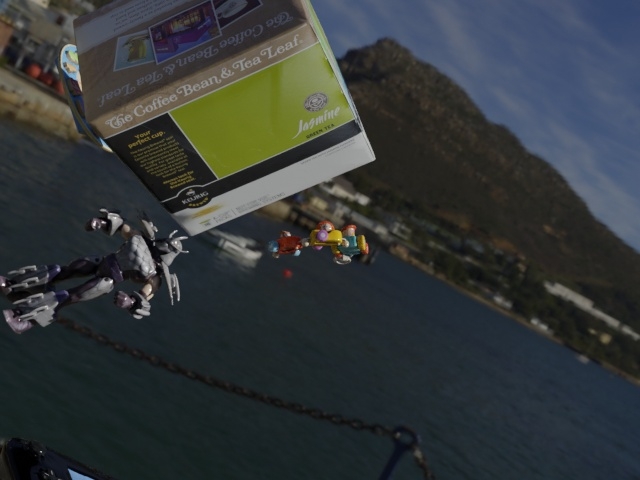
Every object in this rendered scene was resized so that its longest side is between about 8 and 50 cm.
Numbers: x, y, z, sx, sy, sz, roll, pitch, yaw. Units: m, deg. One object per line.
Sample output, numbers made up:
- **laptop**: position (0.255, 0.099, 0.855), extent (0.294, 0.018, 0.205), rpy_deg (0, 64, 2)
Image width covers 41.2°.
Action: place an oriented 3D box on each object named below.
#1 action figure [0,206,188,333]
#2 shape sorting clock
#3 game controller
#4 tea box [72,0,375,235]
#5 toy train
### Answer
- **action figure**: position (-0.334, 0.051, 1.292), extent (0.099, 0.285, 0.185), rpy_deg (85, -19, -59)
- **shape sorting clock**: position (-0.409, -0.257, 1.539), extent (0.206, 0.040, 0.206), rpy_deg (-21, 90, -76)
- **game controller**: position (-0.186, 0.302, 0.872), extent (0.319, 0.067, 0.166), rpy_deg (39, -10, -36)
- **tea box**: position (-0.137, -0.222, 1.277), extent (0.323, 0.329, 0.219), rpy_deg (58, 12, -56)
- **toy train**: position (0.000, 0.000, 1.452), extent (0.166, 0.046, 0.125), rpy_deg (9, -21, -36)
